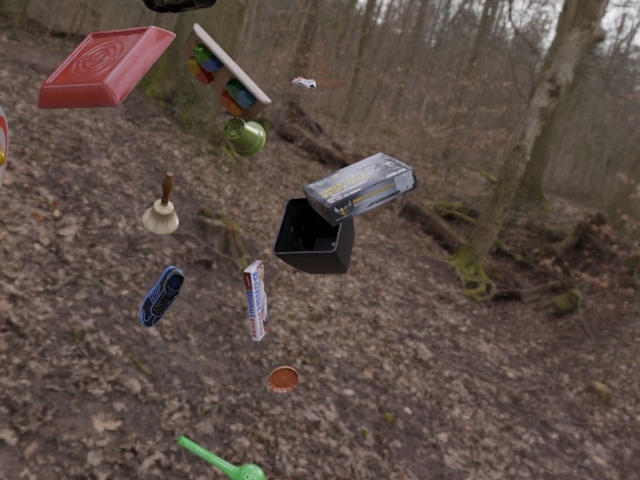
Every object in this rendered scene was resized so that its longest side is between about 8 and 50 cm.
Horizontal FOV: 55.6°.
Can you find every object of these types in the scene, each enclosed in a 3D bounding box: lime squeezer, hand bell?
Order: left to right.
[{"bbox_3d":[-0.520,-0.142,2.034,0.126,0.242,0.126,12,48,-14],"label":"hand bell"},{"bbox_3d":[-0.108,0.432,1.065,0.310,0.059,0.110,34,-29,-24],"label":"lime squeezer"}]

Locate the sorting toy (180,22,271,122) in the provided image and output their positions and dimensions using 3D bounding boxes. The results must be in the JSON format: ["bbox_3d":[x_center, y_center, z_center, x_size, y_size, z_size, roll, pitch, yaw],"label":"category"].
[{"bbox_3d":[-0.194,-0.313,1.187,0.193,0.038,0.208,45,-11,-14],"label":"sorting toy"}]

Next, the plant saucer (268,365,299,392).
[{"bbox_3d":[-0.100,0.372,1.630,0.083,0.083,0.013,9,22,-18],"label":"plant saucer"}]

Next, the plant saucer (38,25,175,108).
[{"bbox_3d":[-0.494,-0.401,1.376,0.258,0.259,0.047,6,-37,28],"label":"plant saucer"}]

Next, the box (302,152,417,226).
[{"bbox_3d":[0.092,-0.130,1.475,0.231,0.056,0.183,-24,27,-10],"label":"box"}]

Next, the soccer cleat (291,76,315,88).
[{"bbox_3d":[-0.053,-0.504,1.958,0.083,0.035,0.029,-5,-25,-31],"label":"soccer cleat"}]

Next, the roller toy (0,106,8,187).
[{"bbox_3d":[-0.613,-0.148,1.028,0.146,0.209,0.191,9,14,-15],"label":"roller toy"}]

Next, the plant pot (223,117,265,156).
[{"bbox_3d":[-0.174,-0.234,1.335,0.083,0.083,0.079,15,-4,19],"label":"plant pot"}]

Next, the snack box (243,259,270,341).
[{"bbox_3d":[-0.144,0.138,1.390,0.022,0.178,0.064,5,25,21],"label":"snack box"}]

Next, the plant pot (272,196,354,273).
[{"bbox_3d":[0.000,0.000,1.702,0.188,0.187,0.167,-2,-34,24],"label":"plant pot"}]

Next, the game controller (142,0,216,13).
[{"bbox_3d":[-0.248,-0.443,0.954,0.067,0.166,0.319,-38,31,-14],"label":"game controller"}]

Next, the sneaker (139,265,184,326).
[{"bbox_3d":[-0.545,0.198,2.093,0.081,0.232,0.090,29,-6,-31],"label":"sneaker"}]
